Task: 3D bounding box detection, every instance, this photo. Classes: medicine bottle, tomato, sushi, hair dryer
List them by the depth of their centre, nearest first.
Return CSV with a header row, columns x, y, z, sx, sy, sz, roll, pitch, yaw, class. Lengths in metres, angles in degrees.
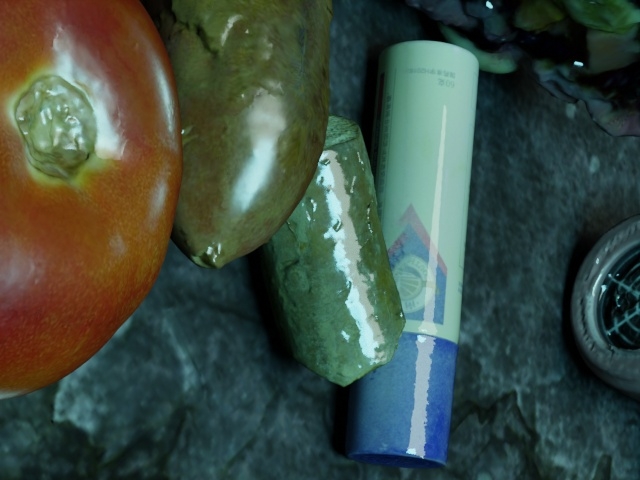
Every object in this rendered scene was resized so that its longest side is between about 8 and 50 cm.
x,y,z,sx,sy,sz,roll,pitch,yaw,class
-0.144,-0.032,0.624,0.195,0.136,0.195,12,73,-47,tomato
0.051,0.007,0.878,0.059,0.059,0.231,20,70,-43,medicine bottle
0.148,-0.174,0.887,0.270,0.236,0.171,29,60,-23,sushi
0.241,0.174,1.023,0.210,0.125,0.352,26,73,-40,hair dryer

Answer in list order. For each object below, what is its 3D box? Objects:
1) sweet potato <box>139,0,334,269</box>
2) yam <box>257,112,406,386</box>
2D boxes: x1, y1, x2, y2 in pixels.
x,y,z,sx,sy,sz,roll,pitch,yaw,class
-0.038,-0.162,0.780,0.109,0.109,0.385,25,61,-42,sweet potato
0.000,0.000,0.822,0.070,0.069,0.146,-20,99,-46,yam
